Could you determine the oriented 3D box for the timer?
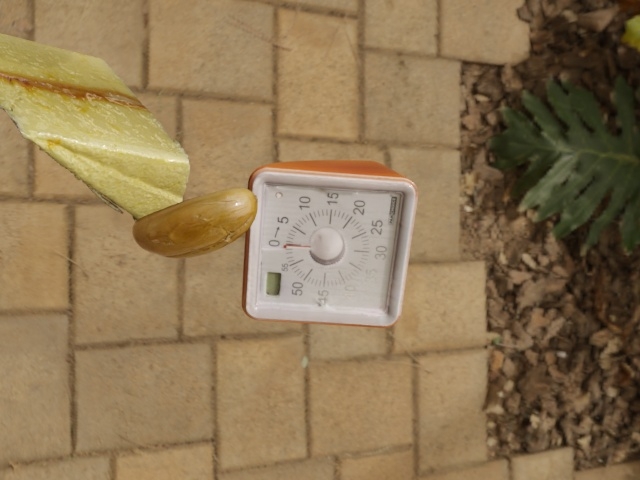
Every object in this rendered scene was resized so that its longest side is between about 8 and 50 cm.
[{"bbox_3d":[0.000,0.000,1.239,0.250,0.161,0.257,-2,115,-17],"label":"timer"}]

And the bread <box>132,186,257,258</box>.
[{"bbox_3d":[-0.171,-0.018,1.078,0.189,0.114,0.077,-20,87,14],"label":"bread"}]

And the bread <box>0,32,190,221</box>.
[{"bbox_3d":[-0.477,-0.188,1.416,0.405,0.345,0.242,-2,134,-40],"label":"bread"}]
